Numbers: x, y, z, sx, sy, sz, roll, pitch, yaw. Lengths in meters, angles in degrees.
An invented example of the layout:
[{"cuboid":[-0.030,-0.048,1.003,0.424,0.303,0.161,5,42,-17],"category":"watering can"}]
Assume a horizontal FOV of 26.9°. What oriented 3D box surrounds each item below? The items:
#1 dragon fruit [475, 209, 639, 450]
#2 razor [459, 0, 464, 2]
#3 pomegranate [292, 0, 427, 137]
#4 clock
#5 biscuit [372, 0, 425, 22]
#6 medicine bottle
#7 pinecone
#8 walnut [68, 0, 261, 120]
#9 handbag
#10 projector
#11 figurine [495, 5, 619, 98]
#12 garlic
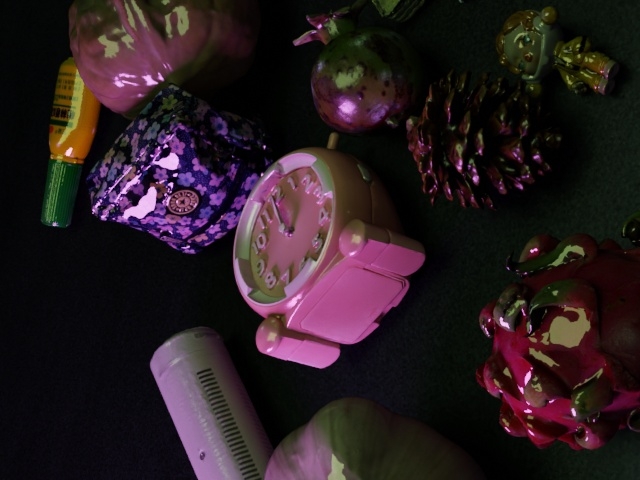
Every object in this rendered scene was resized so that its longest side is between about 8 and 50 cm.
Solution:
[{"cuboid":[0.283,0.084,1.316,0.218,0.273,0.198,61,168,25],"category":"dragon fruit"},{"cuboid":[0.201,-0.322,1.540,0.135,0.068,0.040,-19,73,28],"category":"razor"},{"cuboid":[0.049,-0.205,1.589,0.148,0.148,0.169,-29,88,37],"category":"pomegranate"},{"cuboid":[0.000,0.000,1.630,0.227,0.142,0.241,-50,44,26],"category":"clock"},{"cuboid":[0.136,-0.396,1.609,0.250,0.046,0.147,-47,54,29],"category":"biscuit"},{"cuboid":[-0.384,-0.149,2.053,0.095,0.064,0.260,12,93,44],"category":"medicine bottle"},{"cuboid":[0.178,-0.110,1.462,0.174,0.174,0.173,-8,79,43],"category":"pinecone"},{"cuboid":[-0.210,-0.287,1.795,0.227,0.273,0.273,98,148,-53],"category":"walnut"},{"cuboid":[-0.175,-0.080,1.752,0.228,0.208,0.126,-47,42,23],"category":"handbag"},{"cuboid":[-0.112,0.273,1.704,0.108,0.108,0.337,-47,55,28],"category":"projector"},{"cuboid":[0.257,-0.207,1.455,0.143,0.068,0.101,5,114,44],"category":"figurine"},{"cuboid":[0.064,0.328,1.439,0.318,0.259,0.317,-2,75,6],"category":"garlic"}]
